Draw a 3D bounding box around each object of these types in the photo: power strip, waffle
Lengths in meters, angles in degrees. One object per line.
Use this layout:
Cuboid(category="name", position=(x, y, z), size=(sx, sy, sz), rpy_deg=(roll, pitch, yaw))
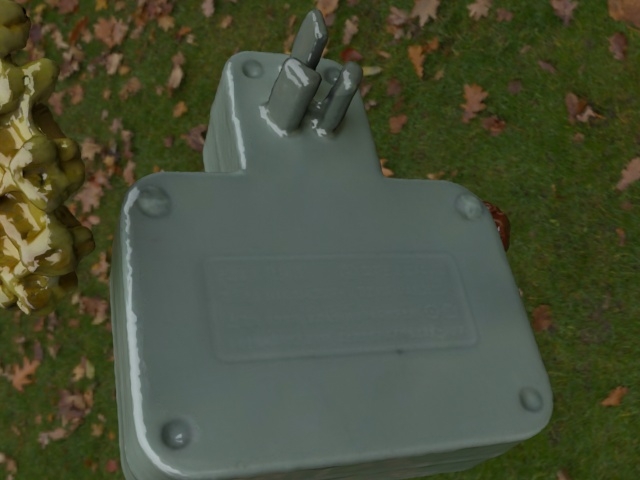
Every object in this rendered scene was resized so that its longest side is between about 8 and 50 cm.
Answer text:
Cuboid(category="power strip", position=(0.000, 0.000, 0.428), size=(0.141, 0.230, 0.260), rpy_deg=(121, 143, -54))
Cuboid(category="waffle", position=(-0.185, -0.050, 0.367), size=(0.161, 0.046, 0.191), rpy_deg=(3, 114, 30))

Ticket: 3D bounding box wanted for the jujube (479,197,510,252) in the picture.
Cuboid(category="jujube", position=(0.112, -0.004, 0.662), size=(0.129, 0.077, 0.077), rpy_deg=(-9, 79, 55))
